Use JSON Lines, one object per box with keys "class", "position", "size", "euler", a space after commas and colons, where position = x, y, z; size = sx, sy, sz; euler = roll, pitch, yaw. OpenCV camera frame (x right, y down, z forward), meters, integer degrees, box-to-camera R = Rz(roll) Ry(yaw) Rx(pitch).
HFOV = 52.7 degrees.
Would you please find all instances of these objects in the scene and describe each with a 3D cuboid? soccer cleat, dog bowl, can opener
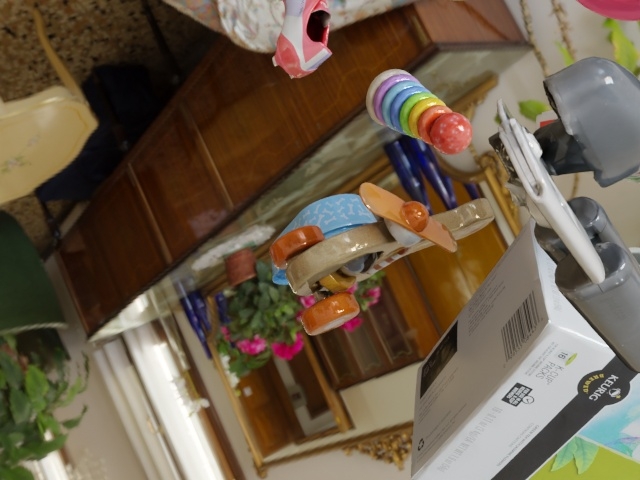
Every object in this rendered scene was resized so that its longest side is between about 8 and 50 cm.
{"class": "soccer cleat", "position": [-0.020, -0.365, 0.998], "size": [0.095, 0.248, 0.083], "euler": [-15, 152, 36]}
{"class": "dog bowl", "position": [0.000, 0.000, 1.291], "size": [0.165, 0.074, 0.297], "euler": [-6, 159, -30]}
{"class": "can opener", "position": [0.191, 0.000, 0.406], "size": [0.095, 0.076, 0.283], "euler": [-30, 136, 24]}

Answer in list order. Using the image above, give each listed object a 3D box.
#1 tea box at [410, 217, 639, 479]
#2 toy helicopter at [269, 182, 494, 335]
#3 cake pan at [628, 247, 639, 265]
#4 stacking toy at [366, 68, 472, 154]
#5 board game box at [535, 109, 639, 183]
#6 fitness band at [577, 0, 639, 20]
{"class": "tea box", "position": [0.337, 0.206, 0.853], "size": [0.220, 0.323, 0.329], "euler": [-74, -171, -54]}
{"class": "toy helicopter", "position": [0.115, -0.008, 0.914], "size": [0.354, 0.140, 0.235], "euler": [-17, 161, -29]}
{"class": "cake pan", "position": [0.578, 0.159, 1.154], "size": [0.293, 0.293, 0.054], "euler": [-21, 173, -31]}
{"class": "stacking toy", "position": [0.227, -0.281, 1.459], "size": [0.141, 0.141, 0.330], "euler": [-25, -146, -8]}
{"class": "board game box", "position": [0.378, -0.083, 0.601], "size": [0.305, 0.053, 0.193], "euler": [5, 179, -31]}
{"class": "fitness band", "position": [0.276, -0.354, 0.640], "size": [0.054, 0.291, 0.209], "euler": [-39, -164, -12]}
